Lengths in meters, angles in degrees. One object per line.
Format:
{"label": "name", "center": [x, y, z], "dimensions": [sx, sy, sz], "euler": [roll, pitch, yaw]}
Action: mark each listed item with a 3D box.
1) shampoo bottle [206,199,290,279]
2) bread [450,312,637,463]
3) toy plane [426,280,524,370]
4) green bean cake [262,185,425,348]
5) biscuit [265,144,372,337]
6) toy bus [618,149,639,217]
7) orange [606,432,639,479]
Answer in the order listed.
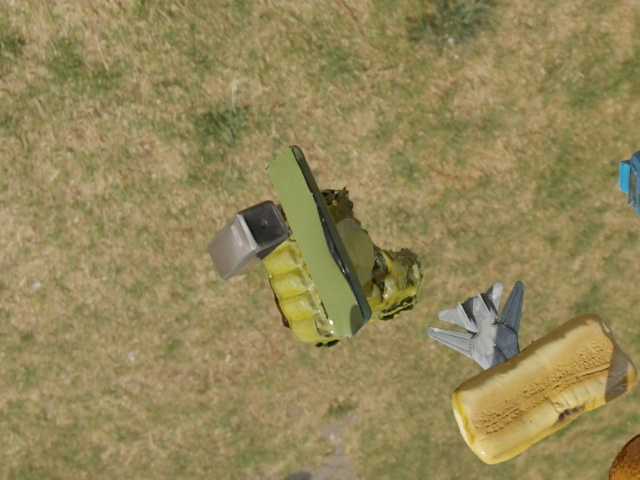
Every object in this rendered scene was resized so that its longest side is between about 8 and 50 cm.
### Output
{"label": "shampoo bottle", "center": [-0.140, 0.006, 1.571], "dimensions": [0.079, 0.080, 0.246], "euler": [-24, 174, -28]}
{"label": "bread", "center": [0.348, 0.233, 1.356], "dimensions": [0.305, 0.142, 0.091], "euler": [-26, 160, -12]}
{"label": "toy plane", "center": [0.351, 0.225, 1.674], "dimensions": [0.212, 0.267, 0.088], "euler": [-29, 166, 8]}
{"label": "green bean cake", "center": [0.051, 0.036, 1.727], "dimensions": [0.285, 0.202, 0.310], "euler": [-24, 95, -26]}
{"label": "biscuit", "center": [0.000, 0.000, 1.382], "dimensions": [0.038, 0.323, 0.099], "euler": [-15, 164, -36]}
{"label": "toy bus", "center": [0.584, -0.060, 1.386], "dimensions": [0.134, 0.246, 0.114], "euler": [-10, 127, 4]}
{"label": "orange", "center": [0.441, 0.329, 1.018], "dimensions": [0.170, 0.224, 0.224], "euler": [-47, 131, 5]}
